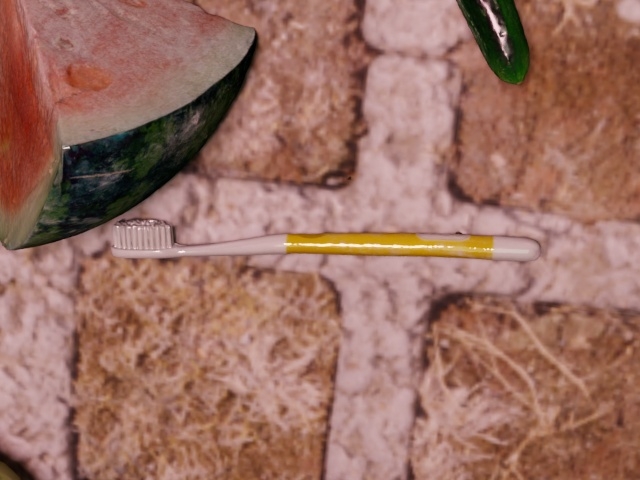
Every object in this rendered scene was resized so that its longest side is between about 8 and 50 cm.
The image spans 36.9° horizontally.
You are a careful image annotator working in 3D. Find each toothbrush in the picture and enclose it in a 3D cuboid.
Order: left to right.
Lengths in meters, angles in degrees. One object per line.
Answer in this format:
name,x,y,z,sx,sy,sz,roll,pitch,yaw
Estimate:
toothbrush,0.000,0.000,0.639,0.288,0.021,0.024,1,111,6

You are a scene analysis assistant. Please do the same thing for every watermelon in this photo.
watermelon,-0.150,-0.084,0.632,0.207,0.136,0.202,-32,56,38

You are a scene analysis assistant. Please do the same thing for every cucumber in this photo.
cucumber,0.088,-0.182,0.586,0.036,0.033,0.184,-18,98,28

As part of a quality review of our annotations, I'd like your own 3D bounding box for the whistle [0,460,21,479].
whistle,-0.221,0.260,0.664,0.141,0.141,0.294,-37,96,12
